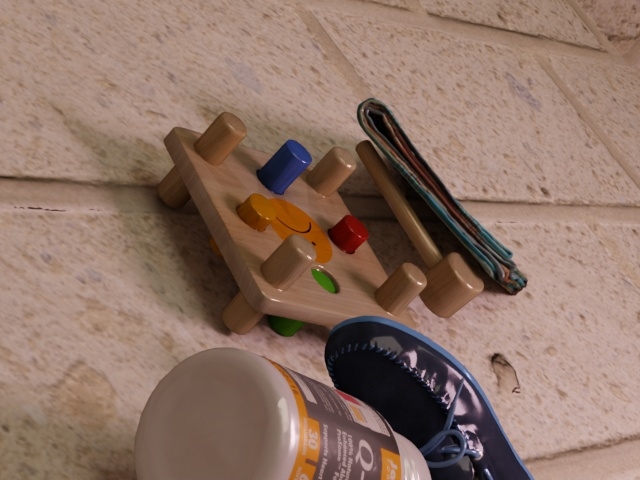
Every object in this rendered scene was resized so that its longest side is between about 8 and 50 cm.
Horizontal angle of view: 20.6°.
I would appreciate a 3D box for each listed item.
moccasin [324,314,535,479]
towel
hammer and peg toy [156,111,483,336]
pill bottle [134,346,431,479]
[{"bbox_3d":[0.124,0.216,1.741,0.342,0.137,0.117,47,39,-22],"label":"moccasin"},{"bbox_3d":[0.160,-0.047,2.201,0.271,0.040,0.370,50,4,10],"label":"towel"},{"bbox_3d":[0.000,0.000,1.952,0.361,0.127,0.266,13,38,-48],"label":"hammer and peg toy"},{"bbox_3d":[-0.023,0.201,1.543,0.278,0.162,0.162,29,27,-53],"label":"pill bottle"}]
